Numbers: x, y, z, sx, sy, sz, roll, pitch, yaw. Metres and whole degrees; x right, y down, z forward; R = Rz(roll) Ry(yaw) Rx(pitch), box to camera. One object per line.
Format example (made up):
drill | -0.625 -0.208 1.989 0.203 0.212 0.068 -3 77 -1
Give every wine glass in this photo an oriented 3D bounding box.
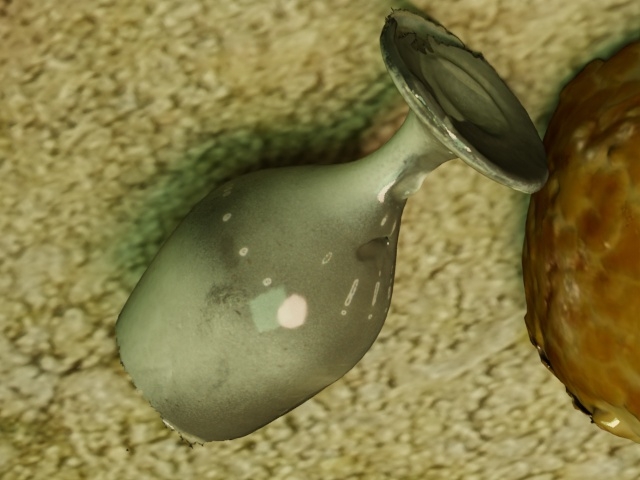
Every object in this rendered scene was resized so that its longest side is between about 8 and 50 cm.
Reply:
wine glass | 0.000 0.000 0.844 0.126 0.126 0.241 39 118 -15

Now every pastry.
pastry | 0.227 0.013 0.795 0.236 0.170 0.256 11 116 -2
